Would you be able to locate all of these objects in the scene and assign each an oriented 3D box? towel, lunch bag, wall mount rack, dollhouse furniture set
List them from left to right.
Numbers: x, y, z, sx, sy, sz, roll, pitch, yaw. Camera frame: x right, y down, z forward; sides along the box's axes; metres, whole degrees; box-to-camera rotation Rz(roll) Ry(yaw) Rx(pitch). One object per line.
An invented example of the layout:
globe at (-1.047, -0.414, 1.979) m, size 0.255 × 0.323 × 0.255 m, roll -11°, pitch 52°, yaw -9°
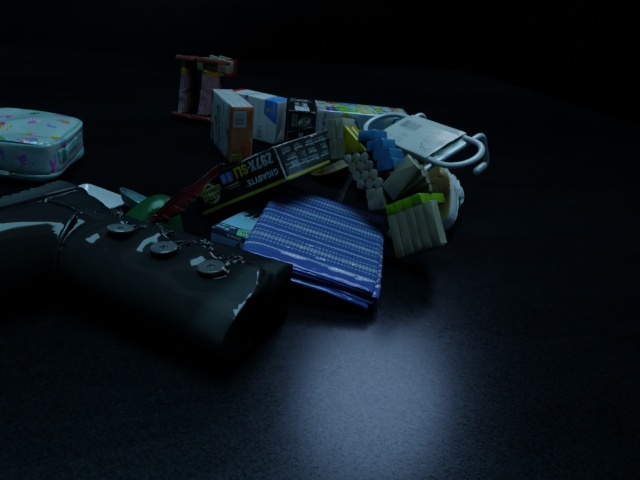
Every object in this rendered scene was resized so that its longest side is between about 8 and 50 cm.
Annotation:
lunch bag at (-0.690, -0.226, 1.423) m, size 0.224 × 0.107 × 0.279 m, roll 9°, pitch 25°, yaw -7°
dollhouse furniture set at (-0.364, -0.535, 2.100) m, size 0.152 × 0.201 × 0.374 m, roll 12°, pitch 18°, yaw 12°
towel at (0.000, 0.000, 1.122) m, size 0.243 × 0.040 × 0.336 m, roll 19°, pitch 26°, yaw 0°
wall mount rack at (0.193, -0.163, 1.348) m, size 0.304 × 0.130 × 0.350 m, roll -32°, pitch 37°, yaw -17°

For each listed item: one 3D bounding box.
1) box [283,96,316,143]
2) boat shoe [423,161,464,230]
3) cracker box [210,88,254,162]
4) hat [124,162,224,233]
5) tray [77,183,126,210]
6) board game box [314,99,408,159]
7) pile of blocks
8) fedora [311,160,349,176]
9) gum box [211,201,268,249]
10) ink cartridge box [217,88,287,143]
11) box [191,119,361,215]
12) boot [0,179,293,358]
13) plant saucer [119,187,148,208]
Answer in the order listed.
box at (-0.063, -0.324, 1.754) m, size 0.078 × 0.147 × 0.180 m, roll 4°, pitch 24°, yaw -7°
boat shoe at (0.300, -0.105, 1.429) m, size 0.096 × 0.098 × 0.277 m, roll 36°, pitch 33°, yaw -19°
cracker box at (-0.254, -0.328, 1.703) m, size 0.067 × 0.155 × 0.232 m, roll -5°, pitch 26°, yaw -22°
hat at (-0.303, -0.072, 1.087) m, size 0.209 × 0.183 × 0.173 m, roll -6°, pitch 27°, yaw -27°
tray at (-0.517, -0.052, 1.177) m, size 0.145 × 0.030 × 0.270 m, roll 20°, pitch 27°, yaw 26°
board game box at (0.115, -0.327, 1.810) m, size 0.275 × 0.144 × 0.142 m, roll 5°, pitch 24°, yaw -6°
pile of blocks at (0.153, -0.125, 1.198) m, size 0.113 × 0.149 × 0.362 m, roll -5°, pitch 55°, yaw -48°
fedora at (0.050, -0.241, 1.600) m, size 0.194 × 0.079 × 0.194 m, roll -23°, pitch 19°, yaw 9°
gum box at (-0.098, -0.017, 1.191) m, size 0.157 × 0.041 × 0.184 m, roll 18°, pitch 26°, yaw 22°
ink cartridge box at (-0.215, -0.396, 1.888) m, size 0.231 × 0.134 × 0.078 m, roll 19°, pitch 28°, yaw 24°
box at (-0.084, -0.162, 1.322) m, size 0.257 × 0.079 × 0.322 m, roll -16°, pitch 9°, yaw 37°
boot at (-0.306, 0.071, 0.856) m, size 0.445 × 0.146 × 0.367 m, roll 23°, pitch 36°, yaw 15°
plant saucer at (-0.354, -0.067, 1.213) m, size 0.119 × 0.021 × 0.119 m, roll 30°, pitch 4°, yaw -2°
